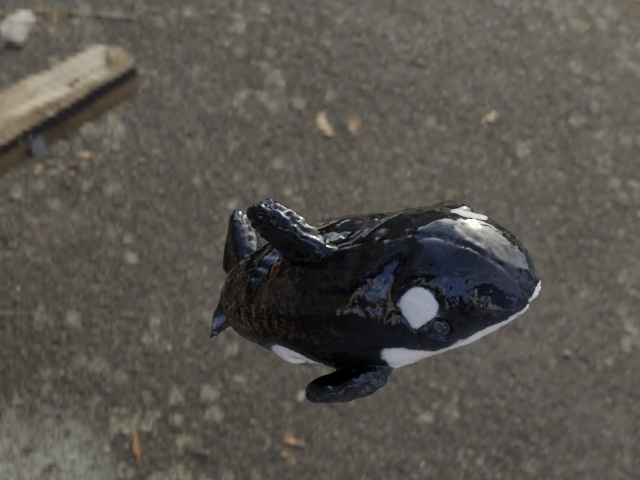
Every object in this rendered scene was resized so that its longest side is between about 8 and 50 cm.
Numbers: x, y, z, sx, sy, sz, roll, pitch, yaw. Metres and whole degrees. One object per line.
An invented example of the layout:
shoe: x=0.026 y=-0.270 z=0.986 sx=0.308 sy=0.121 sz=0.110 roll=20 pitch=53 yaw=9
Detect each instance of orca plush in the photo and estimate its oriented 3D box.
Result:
orca plush: x=0.000 y=0.000 z=0.910 sx=0.151 sy=0.102 sz=0.287 roll=-45 pitch=24 yaw=-12
